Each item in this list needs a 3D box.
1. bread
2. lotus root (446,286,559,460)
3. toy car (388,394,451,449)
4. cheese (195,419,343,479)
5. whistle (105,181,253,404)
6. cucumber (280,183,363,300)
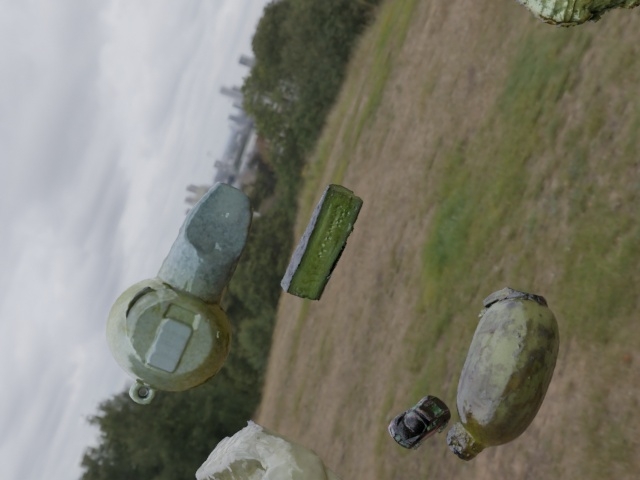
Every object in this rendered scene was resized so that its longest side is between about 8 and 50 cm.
[{"bbox_3d":[0.225,-0.257,0.752,0.069,0.127,0.140,90,155,-46],"label":"bread"},{"bbox_3d":[0.316,0.236,1.442,0.173,0.173,0.309,166,127,-81],"label":"lotus root"},{"bbox_3d":[0.190,0.340,1.588,0.142,0.069,0.055,-22,-33,-43],"label":"toy car"},{"bbox_3d":[-0.077,0.452,1.462,0.115,0.326,0.318,-45,-36,-36],"label":"cheese"},{"bbox_3d":[-0.129,0.051,0.807,0.123,0.122,0.223,157,136,-80],"label":"whistle"},{"bbox_3d":[0.001,-0.001,1.461,0.062,0.078,0.211,-116,45,-61],"label":"cucumber"}]
